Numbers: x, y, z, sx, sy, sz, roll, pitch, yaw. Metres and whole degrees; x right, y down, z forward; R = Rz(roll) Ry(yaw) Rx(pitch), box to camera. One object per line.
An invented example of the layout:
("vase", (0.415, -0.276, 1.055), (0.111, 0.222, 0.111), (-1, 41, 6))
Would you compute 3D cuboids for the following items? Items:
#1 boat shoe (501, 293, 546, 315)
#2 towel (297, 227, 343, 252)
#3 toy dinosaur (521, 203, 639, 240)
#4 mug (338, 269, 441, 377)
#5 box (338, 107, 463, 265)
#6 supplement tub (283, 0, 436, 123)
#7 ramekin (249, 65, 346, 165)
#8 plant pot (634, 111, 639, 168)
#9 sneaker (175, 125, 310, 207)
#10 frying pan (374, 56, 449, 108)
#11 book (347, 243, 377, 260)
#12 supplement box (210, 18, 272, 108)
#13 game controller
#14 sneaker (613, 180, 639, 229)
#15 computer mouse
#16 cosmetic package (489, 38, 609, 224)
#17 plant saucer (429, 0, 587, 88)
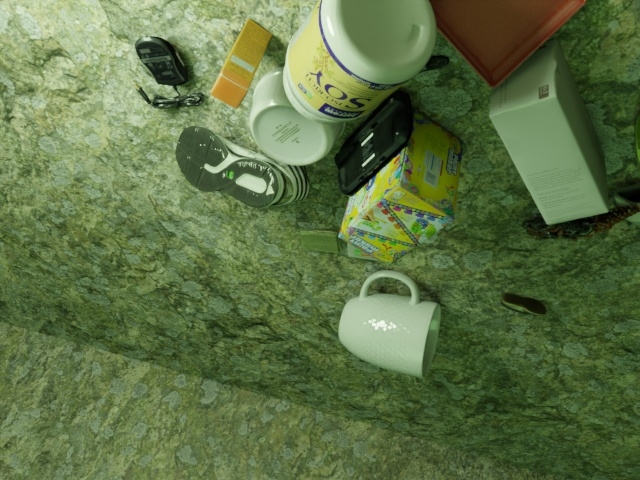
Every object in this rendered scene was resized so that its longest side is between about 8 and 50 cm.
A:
("boat shoe", (0.700, 0.226, 2.103), (0.152, 0.056, 0.049), (21, 149, 11))
("towel", (0.000, 0.000, 2.107), (0.148, 0.027, 0.110), (4, 142, 15))
("toy dinosaur", (0.696, -0.073, 1.666), (0.218, 0.165, 0.321), (29, 136, -32))
("mug", (0.248, 0.284, 2.206), (0.327, 0.276, 0.375), (11, 113, 20))
("box", (0.216, -0.139, 1.633), (0.177, 0.290, 0.279), (29, 142, -17))
("supplement tub", (0.065, -0.394, 1.284), (0.241, 0.241, 0.331), (28, 163, -14))
("ramekin", (-0.068, -0.322, 1.647), (0.272, 0.127, 0.273), (11, 143, 8))
("plant pot", (0.901, -0.203, 1.346), (0.293, 0.275, 0.275), (-16, 134, 13))
("sneaker", (-0.219, -0.204, 1.820), (0.447, 0.169, 0.257), (29, -164, 32))
("frying pan", (0.125, -0.434, 1.494), (0.326, 0.053, 0.197), (-30, 115, 19))
("book", (0.166, 0.031, 2.082), (0.144, 0.035, 0.096), (8, 146, 10))
("supplement box", (-0.188, -0.430, 1.471), (0.080, 0.234, 0.078), (26, 142, -17))
("game controller", (0.138, -0.253, 1.622), (0.067, 0.167, 0.319), (8, 150, -30))
("sneaker", (0.901, -0.131, 1.516), (0.330, 0.123, 0.146), (-24, 129, 40))
("computer mouse", (-0.448, -0.466, 1.674), (0.183, 0.060, 0.262), (-4, 150, 19))
("cosmetic package", (0.546, -0.245, 1.438), (0.156, 0.217, 0.385), (-16, 131, 35))
("plant saucer", (0.372, -0.494, 1.257), (0.259, 0.048, 0.258), (38, 111, -24))
